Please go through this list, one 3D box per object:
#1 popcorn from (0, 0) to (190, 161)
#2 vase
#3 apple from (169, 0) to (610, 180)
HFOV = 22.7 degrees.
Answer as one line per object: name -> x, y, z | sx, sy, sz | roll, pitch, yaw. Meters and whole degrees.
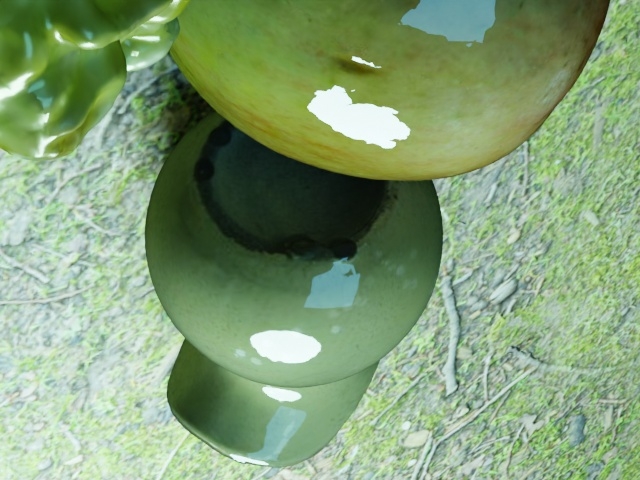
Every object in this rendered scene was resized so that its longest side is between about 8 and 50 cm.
popcorn -> -0.225, -0.185, 0.915 | 0.312, 0.312, 0.312 | -22, 138, -22
vase -> 0.000, 0.000, 1.363 | 0.329, 0.241, 0.302 | -52, 162, -29
apple -> 0.029, -0.199, 1.087 | 0.305, 0.338, 0.338 | 4, 128, -13
